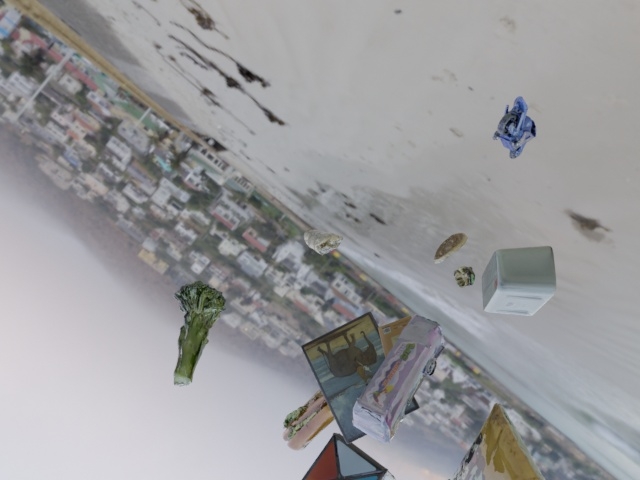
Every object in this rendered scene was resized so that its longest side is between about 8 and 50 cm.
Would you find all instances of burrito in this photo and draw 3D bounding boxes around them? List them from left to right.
[{"bbox_3d":[0.000,0.000,1.732,0.275,0.082,0.059,-161,55,-75],"label":"burrito"}]

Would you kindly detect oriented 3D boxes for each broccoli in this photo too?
[{"bbox_3d":[-0.353,0.256,1.563,0.146,0.165,0.304,13,-130,-13],"label":"broccoli"}]

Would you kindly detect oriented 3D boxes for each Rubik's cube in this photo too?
[{"bbox_3d":[0.105,0.903,2.122,0.246,0.250,0.248,29,164,28],"label":"Rubik's cube"}]

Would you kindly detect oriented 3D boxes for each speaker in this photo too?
[{"bbox_3d":[0.695,0.151,2.033,0.184,0.183,0.406,1,161,8],"label":"speaker"}]

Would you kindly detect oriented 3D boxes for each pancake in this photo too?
[{"bbox_3d":[0.468,0.025,2.062,0.028,0.158,0.158,47,179,-8],"label":"pancake"}]

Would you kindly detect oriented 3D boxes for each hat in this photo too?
[{"bbox_3d":[0.546,0.134,2.128,0.076,0.059,0.077,-27,75,51],"label":"hat"}]

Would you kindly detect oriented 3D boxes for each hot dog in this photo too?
[{"bbox_3d":[-0.048,0.666,2.103,0.100,0.337,0.135,20,-144,-27],"label":"hot dog"}]

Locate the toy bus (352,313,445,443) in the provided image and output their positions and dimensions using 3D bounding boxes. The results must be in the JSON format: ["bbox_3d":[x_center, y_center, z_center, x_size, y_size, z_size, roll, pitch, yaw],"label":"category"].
[{"bbox_3d":[0.193,0.318,1.368,0.113,0.317,0.137,21,141,25],"label":"toy bus"}]

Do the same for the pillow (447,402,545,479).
[{"bbox_3d":[0.398,0.576,1.264,0.119,0.310,0.312,11,-151,-19],"label":"pillow"}]

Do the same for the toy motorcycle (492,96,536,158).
[{"bbox_3d":[0.539,-0.303,1.557,0.076,0.114,0.205,36,-179,35],"label":"toy motorcycle"}]

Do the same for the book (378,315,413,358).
[{"bbox_3d":[0.251,0.329,1.757,0.012,0.118,0.172,41,-148,-53],"label":"book"}]

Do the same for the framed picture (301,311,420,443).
[{"bbox_3d":[0.125,0.438,1.830,0.347,0.265,0.016,64,-178,11],"label":"framed picture"}]
